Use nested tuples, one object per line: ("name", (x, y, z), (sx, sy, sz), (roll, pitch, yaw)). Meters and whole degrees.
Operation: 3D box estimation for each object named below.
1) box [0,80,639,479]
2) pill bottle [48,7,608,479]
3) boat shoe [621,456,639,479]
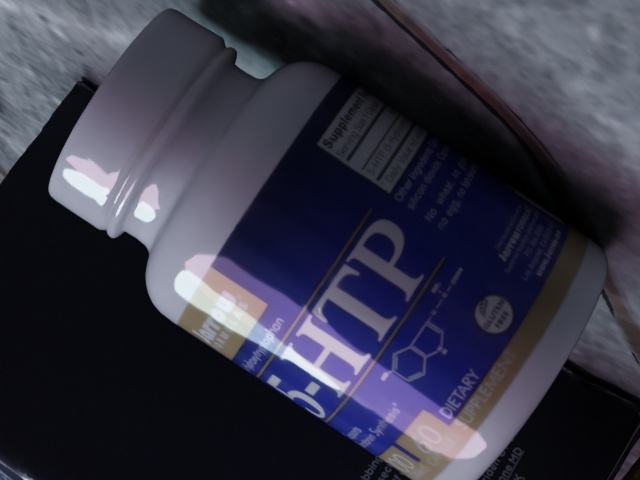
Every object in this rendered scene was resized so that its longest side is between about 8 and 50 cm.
("box", (-0.032, 0.126, 0.911), (0.312, 0.179, 0.343), (31, 162, 11))
("pill bottle", (0.000, 0.000, 0.630), (0.186, 0.112, 0.112), (33, 162, 0))
("boat shoe", (0.171, 0.102, 0.683), (0.059, 0.063, 0.170), (40, 161, -3))
